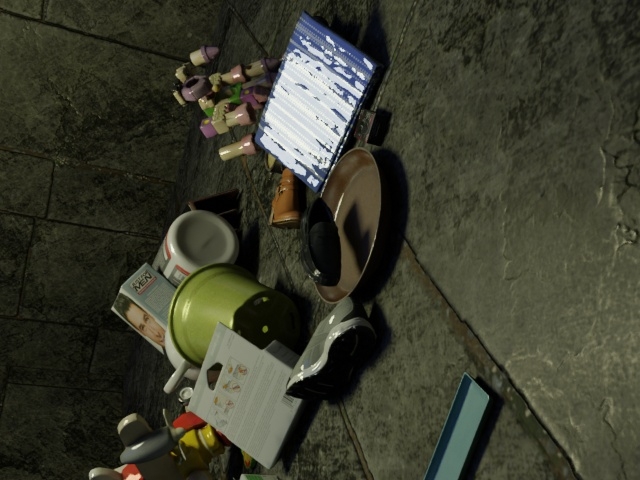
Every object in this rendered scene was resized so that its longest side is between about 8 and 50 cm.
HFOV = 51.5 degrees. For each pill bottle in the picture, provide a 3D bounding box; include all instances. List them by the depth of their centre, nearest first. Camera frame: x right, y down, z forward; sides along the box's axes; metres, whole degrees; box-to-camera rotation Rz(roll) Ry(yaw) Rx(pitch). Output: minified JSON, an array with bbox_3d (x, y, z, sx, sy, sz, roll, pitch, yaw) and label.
[{"bbox_3d":[-0.396,0.078,2.007,0.363,0.210,0.210,133,141,-53],"label":"pill bottle"}]

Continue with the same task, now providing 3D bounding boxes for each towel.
[{"bbox_3d":[-0.013,-0.296,1.469,0.243,0.040,0.336,41,124,23],"label":"towel"}]

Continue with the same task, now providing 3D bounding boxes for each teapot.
[{"bbox_3d":[-0.300,0.258,1.756,0.187,0.252,0.256,122,139,-74],"label":"teapot"}]

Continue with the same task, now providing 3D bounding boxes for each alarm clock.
[{"bbox_3d":[-0.102,-0.265,1.796,0.129,0.064,0.192,160,116,-65],"label":"alarm clock"}]

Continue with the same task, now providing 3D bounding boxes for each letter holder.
[{"bbox_3d":[-0.366,-0.021,2.257,0.152,0.214,0.302,58,142,14],"label":"letter holder"}]

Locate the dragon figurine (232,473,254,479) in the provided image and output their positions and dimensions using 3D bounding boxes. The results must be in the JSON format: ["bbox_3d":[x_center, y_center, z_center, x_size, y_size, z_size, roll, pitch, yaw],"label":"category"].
[{"bbox_3d":[-0.211,0.656,1.611,0.289,0.085,0.144,133,141,-52],"label":"dragon figurine"}]

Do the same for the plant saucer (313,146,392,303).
[{"bbox_3d":[0.062,-0.027,1.307,0.310,0.050,0.311,-170,90,-68],"label":"plant saucer"}]

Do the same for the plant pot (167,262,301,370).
[{"bbox_3d":[-0.185,0.197,1.574,0.254,0.276,0.276,4,84,56],"label":"plant pot"}]

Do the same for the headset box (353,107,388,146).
[{"bbox_3d":[0.102,-0.226,1.322,0.083,0.032,0.062,-131,55,-65],"label":"headset box"}]

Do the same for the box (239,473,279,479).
[{"bbox_3d":[-0.130,0.579,1.447,0.101,0.087,0.102,-163,85,-68],"label":"box"}]

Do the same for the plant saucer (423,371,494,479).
[{"bbox_3d":[0.187,0.279,0.903,0.067,0.018,0.192,-133,55,-63],"label":"plant saucer"}]

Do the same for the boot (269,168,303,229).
[{"bbox_3d":[-0.075,-0.108,1.653,0.197,0.073,0.152,4,79,65],"label":"boot"}]

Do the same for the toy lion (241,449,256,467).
[{"bbox_3d":[-0.184,0.527,1.685,0.100,0.034,0.096,161,110,-65],"label":"toy lion"}]

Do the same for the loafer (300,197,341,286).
[{"bbox_3d":[0.000,0.000,1.279,0.223,0.076,0.078,-102,23,-51],"label":"loafer"}]

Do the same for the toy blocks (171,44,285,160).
[{"bbox_3d":[-0.226,-0.443,1.945,0.260,0.309,0.289,-15,47,19],"label":"toy blocks"}]

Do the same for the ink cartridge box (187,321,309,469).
[{"bbox_3d":[-0.150,0.329,1.442,0.060,0.239,0.275,-32,-31,-57],"label":"ink cartridge box"}]

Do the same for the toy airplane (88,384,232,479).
[{"bbox_3d":[-0.381,0.590,1.696,0.272,0.386,0.384,31,105,38],"label":"toy airplane"}]

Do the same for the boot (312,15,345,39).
[{"bbox_3d":[-0.029,-0.375,1.645,0.223,0.118,0.338,-113,45,-65],"label":"boot"}]

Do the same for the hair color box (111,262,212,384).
[{"bbox_3d":[-0.422,0.256,1.943,0.113,0.374,0.185,-49,1,-37],"label":"hair color box"}]

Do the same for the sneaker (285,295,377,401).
[{"bbox_3d":[0.017,0.214,1.254,0.271,0.100,0.108,-55,28,35],"label":"sneaker"}]
